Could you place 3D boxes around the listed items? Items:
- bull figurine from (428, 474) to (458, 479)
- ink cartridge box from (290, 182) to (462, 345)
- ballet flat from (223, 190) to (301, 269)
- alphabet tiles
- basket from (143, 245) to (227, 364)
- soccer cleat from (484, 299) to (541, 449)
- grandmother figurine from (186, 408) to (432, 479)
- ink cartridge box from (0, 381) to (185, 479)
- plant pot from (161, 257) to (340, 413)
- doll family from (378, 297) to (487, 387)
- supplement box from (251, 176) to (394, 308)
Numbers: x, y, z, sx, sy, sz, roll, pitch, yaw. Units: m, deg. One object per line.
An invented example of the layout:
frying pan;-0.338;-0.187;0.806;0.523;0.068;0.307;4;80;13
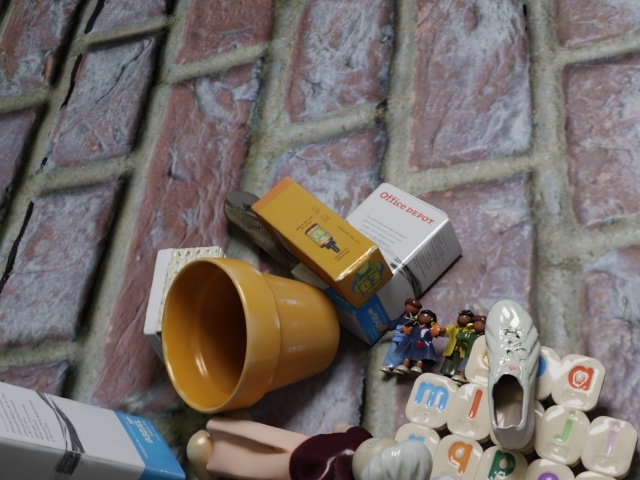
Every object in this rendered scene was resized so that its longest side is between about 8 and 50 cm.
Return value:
bull figurine;0.220;0.370;1.174;0.101;0.188;0.310;-44;46;-17
ink cartridge box;0.084;0.031;1.623;0.203;0.086;0.148;-43;45;-15
ballet flat;-0.072;-0.002;1.758;0.084;0.058;0.250;-15;37;-40
alphabet tiles;0.231;0.257;1.357;0.284;0.021;0.278;11;68;25
basket;-0.188;0.099;1.675;0.103;0.113;0.167;-10;47;14
soccer cleat;0.232;0.155;1.353;0.068;0.076;0.196;-7;61;17
grandmother figurine;-0.013;0.272;1.378;0.342;0.104;0.208;-3;28;40
ink cartridge box;-0.362;0.312;1.380;0.223;0.307;0.129;-54;43;12
plant pot;-0.084;0.126;1.523;0.205;0.188;0.205;-2;88;49
doll family;0.157;0.133;1.501;0.193;0.076;0.111;8;74;26
supplement box;0.000;0.000;1.578;0.078;0.080;0.233;-41;42;-9
